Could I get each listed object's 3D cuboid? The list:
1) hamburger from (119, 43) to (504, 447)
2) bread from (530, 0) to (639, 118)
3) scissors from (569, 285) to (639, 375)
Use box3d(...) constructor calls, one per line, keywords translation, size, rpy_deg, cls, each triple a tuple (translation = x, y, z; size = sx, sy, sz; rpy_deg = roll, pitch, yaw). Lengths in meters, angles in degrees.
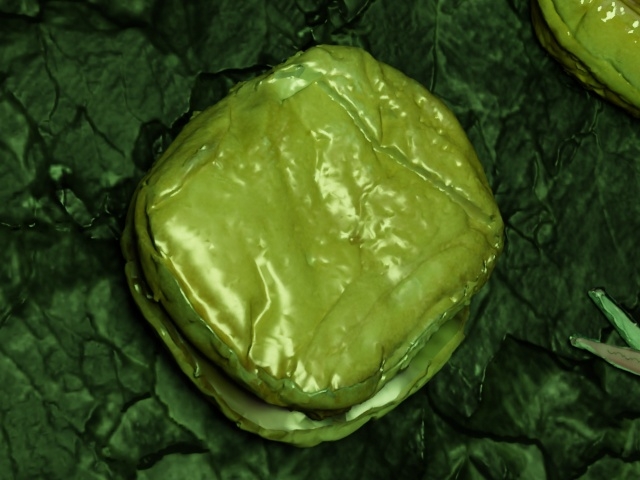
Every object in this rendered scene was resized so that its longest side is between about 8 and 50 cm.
box3d(translation=(0.000, 0.001, 1.135), size=(0.283, 0.144, 0.259), rpy_deg=(-35, 87, -22), cls="hamburger")
box3d(translation=(0.284, -0.206, 1.321), size=(0.236, 0.120, 0.198), rpy_deg=(36, 64, -9), cls="bread")
box3d(translation=(0.291, 0.109, 1.292), size=(0.187, 0.020, 0.133), rpy_deg=(33, 62, -13), cls="scissors")
